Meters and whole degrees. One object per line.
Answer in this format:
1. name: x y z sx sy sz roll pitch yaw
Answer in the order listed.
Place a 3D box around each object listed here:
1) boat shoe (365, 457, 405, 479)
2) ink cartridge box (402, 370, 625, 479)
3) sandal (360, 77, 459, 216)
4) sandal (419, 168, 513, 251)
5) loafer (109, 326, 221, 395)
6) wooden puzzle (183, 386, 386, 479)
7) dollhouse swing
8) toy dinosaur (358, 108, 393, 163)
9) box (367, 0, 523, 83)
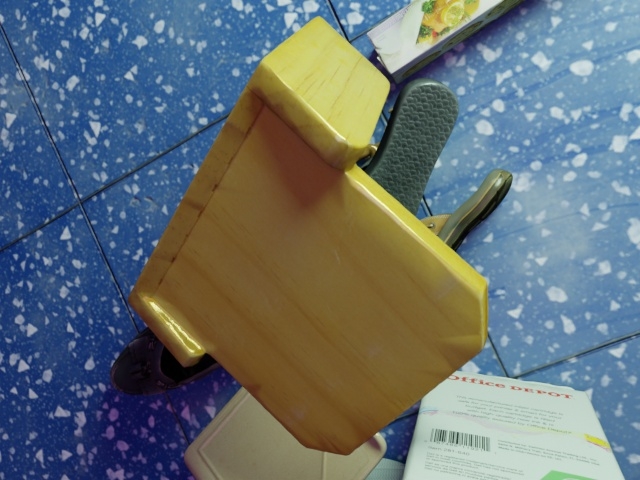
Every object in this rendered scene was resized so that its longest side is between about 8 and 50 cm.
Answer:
1. boat shoe: 0.029 0.373 0.759 0.302 0.109 0.094 -4 116 21
2. ink cartridge box: 0.203 0.256 0.593 0.201 0.278 0.117 6 100 16
3. sandal: 0.087 -0.076 0.671 0.097 0.054 0.255 23 112 -17
4. sandal: 0.149 -0.012 0.682 0.060 0.090 0.219 44 106 19
5. loafer: -0.201 0.160 0.795 0.302 0.095 0.109 -23 89 17
6. wooden puzzle: -0.054 0.292 0.739 0.221 0.044 0.239 39 89 34
7. dollhouse swing: 0.000 0.000 0.630 0.304 0.315 0.347 34 123 -7
8. toy dinosaur: 0.076 -0.100 0.706 0.112 0.064 0.212 38 105 8
9. box: 0.209 -0.308 0.646 0.323 0.067 0.063 -30 87 16
